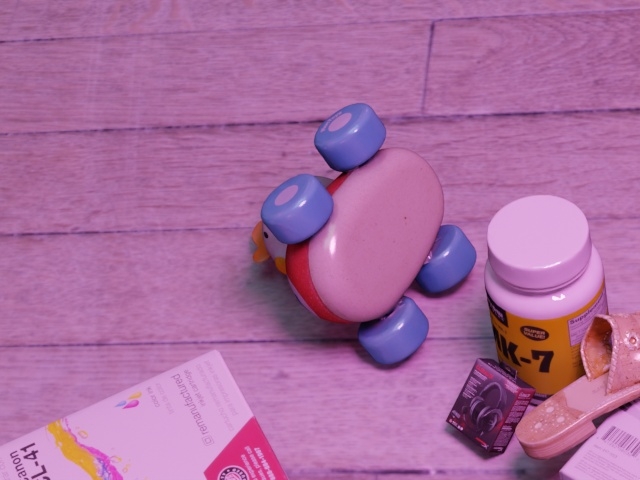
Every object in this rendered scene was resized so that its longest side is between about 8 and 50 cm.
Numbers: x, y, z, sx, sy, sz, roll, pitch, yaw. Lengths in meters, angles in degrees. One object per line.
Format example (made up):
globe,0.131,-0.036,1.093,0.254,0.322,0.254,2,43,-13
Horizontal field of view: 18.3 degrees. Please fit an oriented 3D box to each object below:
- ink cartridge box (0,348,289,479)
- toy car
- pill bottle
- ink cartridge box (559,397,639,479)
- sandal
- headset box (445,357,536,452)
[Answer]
ink cartridge box,-0.186,0.273,1.941,0.306,0.131,0.226,-23,47,-10
toy car,0.000,0.000,2.138,0.238,0.219,0.210,-7,39,49
pill bottle,0.226,0.060,1.980,0.119,0.208,0.119,-7,46,8
ink cartridge box,0.342,0.209,1.901,0.139,0.082,0.190,28,58,34
sandal,0.279,0.110,1.911,0.240,0.079,0.088,-36,29,-13
headset box,0.172,0.162,1.990,0.062,0.032,0.083,36,107,36
